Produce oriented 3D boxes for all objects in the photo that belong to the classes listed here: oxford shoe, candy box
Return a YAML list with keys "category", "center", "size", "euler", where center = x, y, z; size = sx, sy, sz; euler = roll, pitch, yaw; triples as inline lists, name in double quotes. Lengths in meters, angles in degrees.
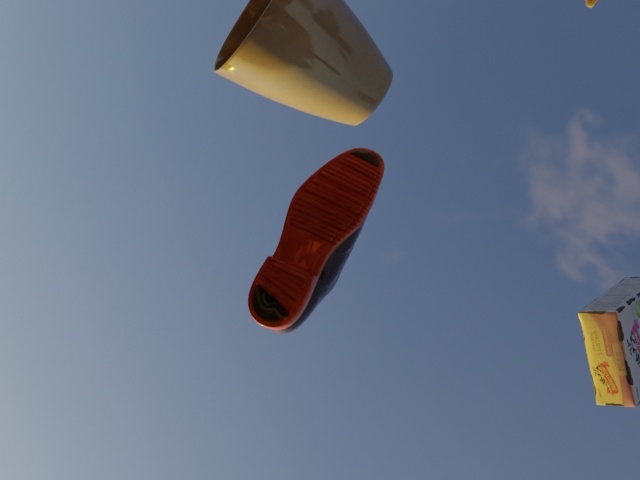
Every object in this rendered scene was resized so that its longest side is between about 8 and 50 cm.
- category: "oxford shoe"
  center: [0.000, 0.000, 0.986]
  size: [0.097, 0.098, 0.271]
  euler: [31, -98, 22]
- category: "candy box"
  center: [0.524, 0.167, 1.262]
  size: [0.070, 0.196, 0.165]
  euler: [-6, -79, 45]

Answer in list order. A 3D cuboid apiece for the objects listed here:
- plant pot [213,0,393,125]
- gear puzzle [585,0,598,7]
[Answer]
- category: "plant pot"
  center: [-0.012, -0.336, 1.358]
  size: [0.256, 0.274, 0.256]
  euler: [-46, -156, 27]
- category: "gear puzzle"
  center: [0.425, -0.510, 1.128]
  size: [0.175, 0.044, 0.339]
  euler: [125, -20, -44]
